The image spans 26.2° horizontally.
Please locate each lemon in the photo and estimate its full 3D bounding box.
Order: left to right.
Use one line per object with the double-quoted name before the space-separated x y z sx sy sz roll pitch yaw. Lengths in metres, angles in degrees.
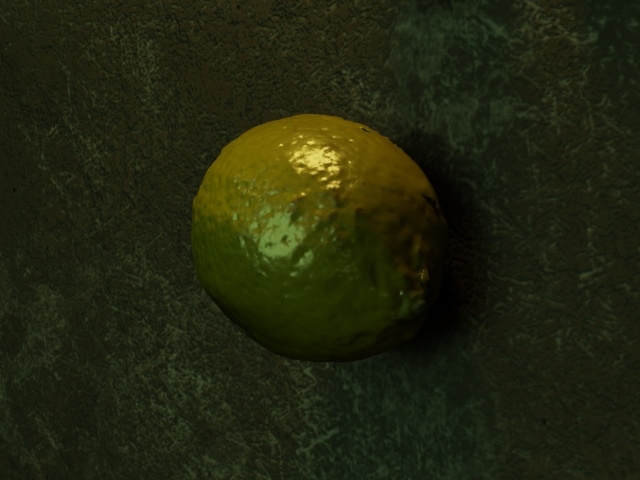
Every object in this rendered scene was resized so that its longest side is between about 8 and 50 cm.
"lemon" 0.000 0.000 1.412 0.310 0.253 0.254 33 111 47
